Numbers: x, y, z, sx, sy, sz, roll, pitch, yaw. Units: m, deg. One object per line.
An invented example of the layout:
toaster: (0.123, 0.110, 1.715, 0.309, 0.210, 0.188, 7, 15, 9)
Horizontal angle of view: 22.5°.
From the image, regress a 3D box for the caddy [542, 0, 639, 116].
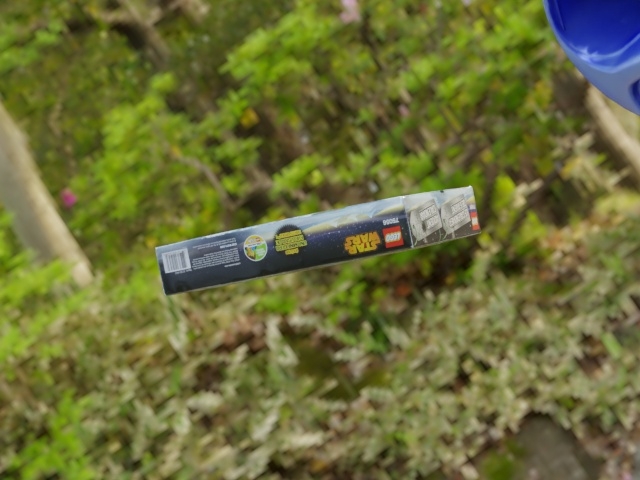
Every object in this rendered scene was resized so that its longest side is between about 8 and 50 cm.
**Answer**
caddy: (0.322, -0.215, 1.234, 0.179, 0.241, 0.341, -54, 6, -33)

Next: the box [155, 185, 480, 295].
box: (0.000, 0.000, 0.801, 0.137, 0.027, 0.094, -11, 0, 26)
